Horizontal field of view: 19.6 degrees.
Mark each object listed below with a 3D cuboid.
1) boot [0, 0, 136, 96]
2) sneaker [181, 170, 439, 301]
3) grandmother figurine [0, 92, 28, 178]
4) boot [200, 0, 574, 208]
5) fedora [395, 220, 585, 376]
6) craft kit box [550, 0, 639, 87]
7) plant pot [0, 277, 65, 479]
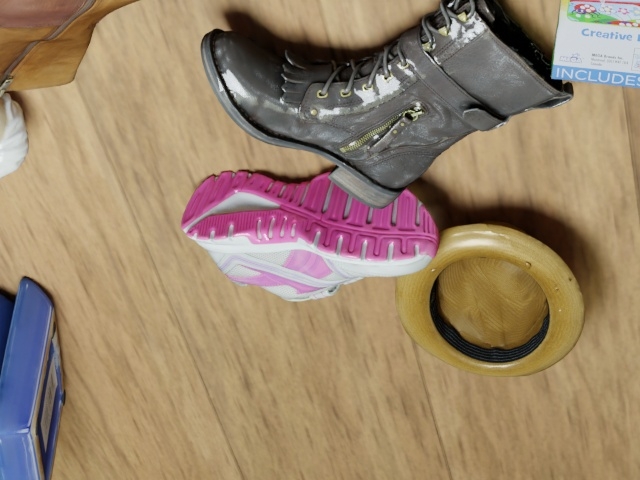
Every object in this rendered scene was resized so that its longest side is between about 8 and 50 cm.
[{"bbox_3d":[-0.178,-0.191,1.535,0.264,0.096,0.280,-19,164,-29],"label":"boot"},{"bbox_3d":[0.000,0.000,1.745,0.252,0.103,0.111,6,146,27],"label":"sneaker"},{"bbox_3d":[-0.366,-0.180,1.623,0.207,0.104,0.342,-13,133,20],"label":"grandmother figurine"},{"bbox_3d":[0.057,-0.151,1.577,0.263,0.091,0.229,32,131,-28],"label":"boot"},{"bbox_3d":[0.165,0.044,1.766,0.194,0.079,0.194,8,131,9],"label":"fedora"},{"bbox_3d":[0.313,-0.217,1.445,0.249,0.061,0.247,7,142,6],"label":"craft kit box"},{"bbox_3d":[-0.387,0.173,1.951,0.212,0.236,0.236,3,139,1],"label":"plant pot"}]
